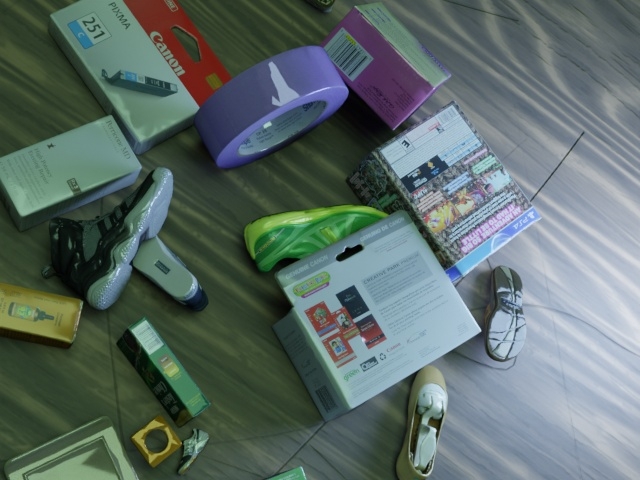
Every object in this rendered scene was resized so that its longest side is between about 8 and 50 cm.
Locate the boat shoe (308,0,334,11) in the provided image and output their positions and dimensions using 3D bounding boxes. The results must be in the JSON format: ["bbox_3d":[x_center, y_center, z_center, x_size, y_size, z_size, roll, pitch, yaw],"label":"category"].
[{"bbox_3d":[-0.034,-0.533,2.025,0.153,0.048,0.056,37,75,3],"label":"boat shoe"}]

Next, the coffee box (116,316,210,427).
[{"bbox_3d":[-0.263,0.221,1.619,0.040,0.113,0.184,-36,88,-29],"label":"coffee box"}]

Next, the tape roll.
[{"bbox_3d":[-0.089,-0.238,1.761,0.274,0.275,0.090,-26,83,-27],"label":"tape roll"}]

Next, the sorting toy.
[{"bbox_3d":[-0.380,0.401,1.546,0.347,0.047,0.196,-23,87,-24],"label":"sorting toy"}]

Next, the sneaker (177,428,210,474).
[{"bbox_3d":[-0.221,0.354,1.635,0.037,0.032,0.083,30,58,7],"label":"sneaker"}]

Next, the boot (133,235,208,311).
[{"bbox_3d":[-0.275,0.053,1.707,0.069,0.086,0.190,-42,61,-8],"label":"boot"}]

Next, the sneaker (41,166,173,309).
[{"bbox_3d":[-0.365,-0.028,1.648,0.153,0.101,0.269,24,74,9],"label":"sneaker"}]

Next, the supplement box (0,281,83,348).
[{"bbox_3d":[-0.512,0.115,1.584,0.233,0.080,0.078,14,68,-14],"label":"supplement box"}]

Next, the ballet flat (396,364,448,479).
[{"bbox_3d":[0.198,0.333,1.773,0.080,0.073,0.232,20,65,-13],"label":"ballet flat"}]

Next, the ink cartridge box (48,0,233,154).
[{"bbox_3d":[-0.319,-0.346,1.832,0.261,0.066,0.296,-34,86,-26],"label":"ink cartridge box"}]

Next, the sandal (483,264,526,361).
[{"bbox_3d":[0.352,0.148,1.913,0.090,0.060,0.219,21,50,-19],"label":"sandal"}]

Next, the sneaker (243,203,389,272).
[{"bbox_3d":[0.000,0.000,1.817,0.295,0.109,0.124,-9,91,-21],"label":"sneaker"}]

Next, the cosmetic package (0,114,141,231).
[{"bbox_3d":[-0.442,-0.118,1.692,0.231,0.085,0.117,-28,83,-26],"label":"cosmetic package"}]

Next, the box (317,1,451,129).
[{"bbox_3d":[0.128,-0.346,1.901,0.213,0.117,0.243,45,22,-1],"label":"box"}]

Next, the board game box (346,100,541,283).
[{"bbox_3d":[0.238,-0.082,1.902,0.232,0.141,0.291,-33,85,-27],"label":"board game box"}]

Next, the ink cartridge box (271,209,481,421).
[{"bbox_3d":[0.085,0.131,1.773,0.309,0.130,0.272,-25,81,-27],"label":"ink cartridge box"}]

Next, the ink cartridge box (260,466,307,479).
[{"bbox_3d":[-0.071,0.501,1.600,0.154,0.093,0.212,-16,79,-25],"label":"ink cartridge box"}]
